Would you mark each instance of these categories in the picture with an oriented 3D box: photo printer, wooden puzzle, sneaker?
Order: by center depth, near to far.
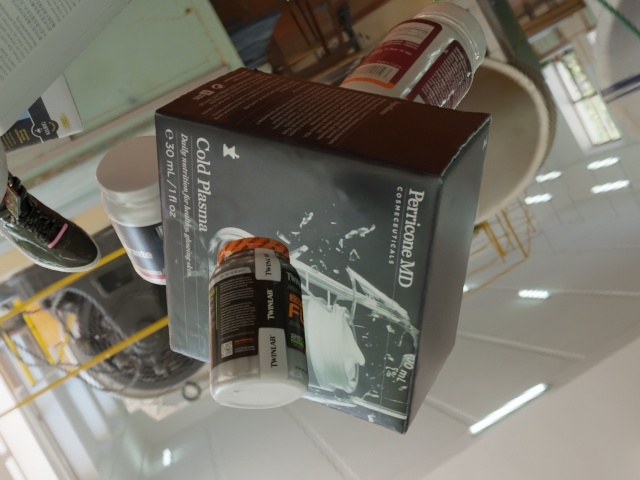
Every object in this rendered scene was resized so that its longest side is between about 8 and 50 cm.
[{"bbox_3d":[-0.355,-0.261,0.782,0.307,0.107,0.256,-54,154,-17],"label":"photo printer"},{"bbox_3d":[-0.532,-0.069,1.299,0.006,0.049,0.083,-22,141,-40],"label":"wooden puzzle"},{"bbox_3d":[-0.549,-0.043,1.403,0.104,0.296,0.147,-59,-179,-21],"label":"sneaker"}]

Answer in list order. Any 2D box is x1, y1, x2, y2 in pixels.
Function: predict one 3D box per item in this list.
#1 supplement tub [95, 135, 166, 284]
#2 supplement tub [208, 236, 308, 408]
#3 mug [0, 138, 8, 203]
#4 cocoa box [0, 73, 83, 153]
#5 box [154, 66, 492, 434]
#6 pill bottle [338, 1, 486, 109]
[{"bbox_3d":[-0.331,-0.058,1.542,0.191,0.272,0.191,-6,-133,7],"label":"supplement tub"},{"bbox_3d":[-0.078,0.099,0.917,0.117,0.190,0.117,-4,152,-2],"label":"supplement tub"},{"bbox_3d":[-0.685,-0.102,1.186,0.374,0.327,0.276,-10,180,-2],"label":"mug"},{"bbox_3d":[-0.684,-0.386,1.609,0.228,0.231,0.347,-20,152,-13],"label":"cocoa box"},{"bbox_3d":[0.000,0.000,1.294,0.472,0.479,0.297,14,-148,20],"label":"box"},{"bbox_3d":[0.195,-0.341,1.638,0.224,0.224,0.392,-24,-158,54],"label":"pill bottle"}]
